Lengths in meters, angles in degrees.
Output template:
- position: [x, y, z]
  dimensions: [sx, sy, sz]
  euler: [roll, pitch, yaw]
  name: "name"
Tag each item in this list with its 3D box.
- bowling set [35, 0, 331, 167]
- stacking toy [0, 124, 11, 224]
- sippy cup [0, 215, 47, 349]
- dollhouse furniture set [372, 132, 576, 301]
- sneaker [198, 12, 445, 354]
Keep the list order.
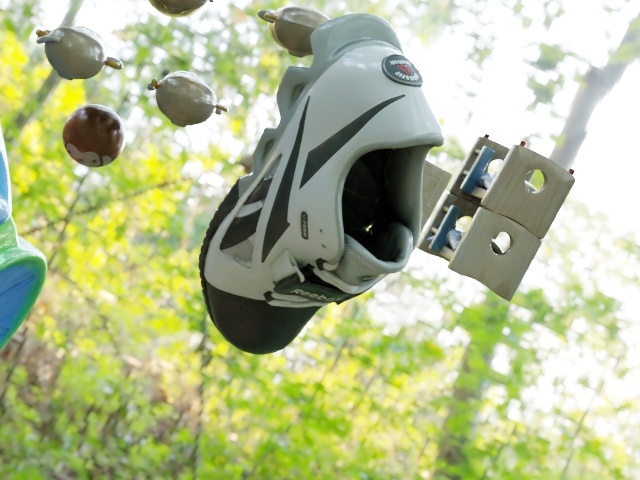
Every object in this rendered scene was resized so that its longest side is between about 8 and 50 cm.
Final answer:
- position: [-0.139, -0.142, 1.059]
  dimensions: [0.287, 0.200, 0.154]
  euler: [18, 6, -10]
  name: "bowling set"
- position: [-0.391, -0.010, 1.059]
  dimensions: [0.175, 0.166, 0.302]
  euler: [14, -48, -38]
  name: "stacking toy"
- position: [-0.447, 0.034, 1.374]
  dimensions: [0.224, 0.305, 0.240]
  euler: [39, -2, 10]
  name: "sippy cup"
- position: [0.108, -0.053, 1.189]
  dimensions: [0.183, 0.129, 0.129]
  euler: [28, 3, -12]
  name: "dollhouse furniture set"
- position: [0.000, 0.000, 1.025]
  dimensions: [0.146, 0.122, 0.330]
  euler: [58, -38, 35]
  name: "sneaker"
